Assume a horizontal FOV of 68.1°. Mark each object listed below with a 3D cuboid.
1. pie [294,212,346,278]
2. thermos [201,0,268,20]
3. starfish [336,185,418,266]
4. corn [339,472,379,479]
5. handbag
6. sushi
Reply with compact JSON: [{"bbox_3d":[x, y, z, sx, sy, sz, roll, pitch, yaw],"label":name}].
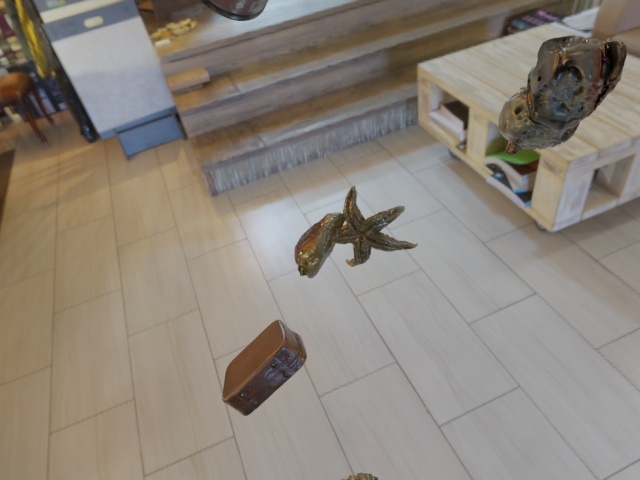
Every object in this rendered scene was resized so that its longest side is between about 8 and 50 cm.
[{"bbox_3d":[0.000,0.000,1.090,0.079,0.163,0.193,36,18,-6],"label":"pie"},{"bbox_3d":[-0.035,-0.377,0.501,0.109,0.136,0.330,-37,4,-34],"label":"thermos"},{"bbox_3d":[0.112,-0.028,1.211,0.277,0.235,0.062,11,31,14],"label":"starfish"},{"bbox_3d":[0.045,0.453,0.585,0.130,0.130,0.347,-3,26,8],"label":"corn"},{"bbox_3d":[-0.124,0.269,1.025,0.193,0.072,0.151,-46,20,6],"label":"handbag"},{"bbox_3d":[0.432,-0.268,0.882,0.130,0.332,0.124,9,73,6],"label":"sushi"}]
